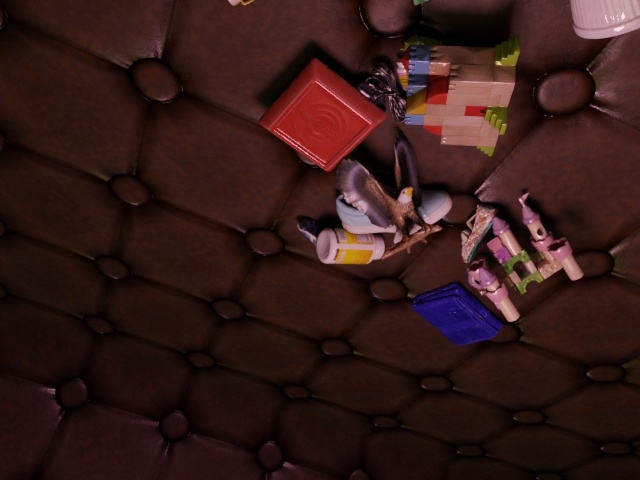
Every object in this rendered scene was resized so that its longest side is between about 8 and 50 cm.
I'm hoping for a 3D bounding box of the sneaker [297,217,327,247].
[{"bbox_3d":[0.000,0.000,2.101,0.211,0.080,0.081,34,133,-23],"label":"sneaker"}]

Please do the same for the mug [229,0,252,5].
[{"bbox_3d":[-0.192,-0.610,1.481,0.064,0.078,0.062,-19,99,19],"label":"mug"}]

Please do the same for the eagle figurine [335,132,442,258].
[{"bbox_3d":[0.212,-0.124,1.740,0.226,0.298,0.225,-10,154,-48],"label":"eagle figurine"}]

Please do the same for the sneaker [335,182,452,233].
[{"bbox_3d":[0.212,-0.112,1.882,0.365,0.135,0.150,-11,138,23],"label":"sneaker"}]

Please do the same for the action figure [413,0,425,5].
[{"bbox_3d":[0.300,-0.614,1.348,0.232,0.064,0.137,-12,131,20],"label":"action figure"}]

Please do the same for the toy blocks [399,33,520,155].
[{"bbox_3d":[0.324,-0.351,1.521,0.260,0.191,0.381,4,160,9],"label":"toy blocks"}]

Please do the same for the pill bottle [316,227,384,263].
[{"bbox_3d":[0.102,0.020,2.033,0.214,0.117,0.117,3,146,-29],"label":"pill bottle"}]

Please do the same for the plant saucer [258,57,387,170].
[{"bbox_3d":[0.002,-0.316,1.650,0.258,0.048,0.259,33,129,-22],"label":"plant saucer"}]

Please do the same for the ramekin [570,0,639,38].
[{"bbox_3d":[0.620,-0.521,1.271,0.207,0.207,0.109,-15,124,28],"label":"ramekin"}]

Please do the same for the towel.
[{"bbox_3d":[0.513,0.291,2.313,0.227,0.076,0.308,-27,126,35],"label":"towel"}]

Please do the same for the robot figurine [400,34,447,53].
[{"bbox_3d":[0.257,-0.467,1.516,0.115,0.067,0.101,14,171,-4],"label":"robot figurine"}]

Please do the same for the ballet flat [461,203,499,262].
[{"bbox_3d":[0.497,-0.029,1.965,0.077,0.091,0.241,37,138,18],"label":"ballet flat"}]

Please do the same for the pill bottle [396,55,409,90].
[{"bbox_3d":[0.222,-0.432,1.583,0.043,0.043,0.083,-9,135,22],"label":"pill bottle"}]

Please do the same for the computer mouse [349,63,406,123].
[{"bbox_3d":[0.101,-0.364,1.674,0.272,0.072,0.188,-19,128,24],"label":"computer mouse"}]

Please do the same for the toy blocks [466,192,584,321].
[{"bbox_3d":[0.573,0.035,1.878,0.288,0.309,0.260,-35,103,6],"label":"toy blocks"}]
